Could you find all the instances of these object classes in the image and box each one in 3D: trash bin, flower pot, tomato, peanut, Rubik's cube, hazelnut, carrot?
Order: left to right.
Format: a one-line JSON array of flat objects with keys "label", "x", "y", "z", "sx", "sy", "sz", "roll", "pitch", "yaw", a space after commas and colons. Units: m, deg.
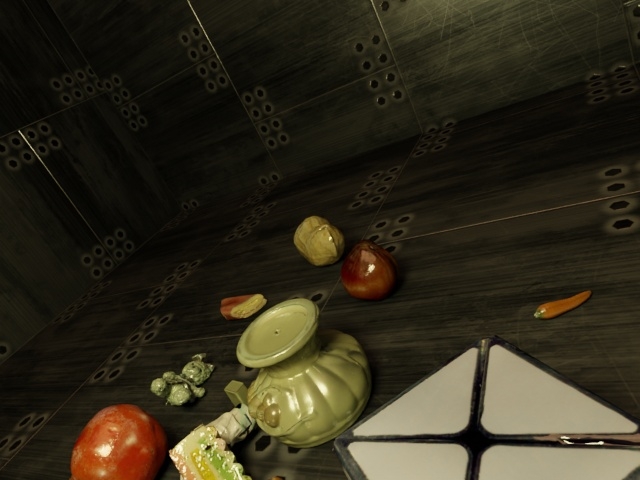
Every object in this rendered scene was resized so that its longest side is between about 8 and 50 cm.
[{"label": "tomato", "x": -0.484, "y": 0.517, "z": 1.183, "sx": 0.189, "sy": 0.231, "sz": 0.232, "roll": -6, "pitch": 28, "yaw": 15}, {"label": "trash bin", "x": -0.203, "y": 0.410, "z": 1.248, "sx": 0.061, "sy": 0.092, "sz": 0.043, "roll": -4, "pitch": 34, "yaw": 45}, {"label": "flower pot", "x": -0.053, "y": 0.295, "z": 1.133, "sx": 0.308, "sy": 0.244, "sz": 0.307, "roll": -24, "pitch": 21, "yaw": 10}, {"label": "peanut", "x": -0.001, "y": 0.006, "z": 1.815, "sx": 0.174, "sy": 0.159, "sz": 0.340, "roll": -66, "pitch": 25, "yaw": 9}, {"label": "hazelnut", "x": 0.145, "y": 0.085, "z": 1.462, "sx": 0.178, "sy": 0.177, "sz": 0.204, "roll": -19, "pitch": 24, "yaw": 21}, {"label": "Rubik's cube", "x": 0.243, "y": 0.354, "z": 0.602, "sx": 0.307, "sy": 0.305, "sz": 0.310, "roll": -29, "pitch": 20, "yaw": -11}, {"label": "carrot", "x": 0.538, "y": 0.143, "z": 1.067, "sx": 0.142, "sy": 0.035, "sz": 0.035, "roll": -20, "pitch": 22, "yaw": 0}]

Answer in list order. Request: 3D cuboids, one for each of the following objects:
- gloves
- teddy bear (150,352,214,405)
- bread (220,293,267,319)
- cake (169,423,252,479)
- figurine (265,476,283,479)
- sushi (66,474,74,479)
[{"label": "gloves", "x": -0.249, "y": 0.484, "z": 1.131, "sx": 0.128, "sy": 0.110, "sz": 0.212, "roll": 6, "pitch": 31, "yaw": 46}, {"label": "teddy bear", "x": -0.403, "y": 0.433, "z": 1.436, "sx": 0.111, "sy": 0.133, "sz": 0.213, "roll": -66, "pitch": -12, "yaw": 19}, {"label": "bread", "x": -0.301, "y": 0.246, "z": 1.750, "sx": 0.193, "sy": 0.067, "sz": 0.119, "roll": -10, "pitch": 20, "yaw": 35}, {"label": "cake", "x": -0.212, "y": 0.504, "z": 1.007, "sx": 0.109, "sy": 0.225, "sz": 0.090, "roll": -33, "pitch": -21, "yaw": -25}, {"label": "figurine", "x": -0.098, "y": 0.527, "z": 0.823, "sx": 0.190, "sy": 0.142, "sz": 0.263, "roll": 34, "pitch": 57, "yaw": 29}, {"label": "sushi", "x": -0.713, "y": 0.701, "z": 1.264, "sx": 0.280, "sy": 0.043, "sz": 0.193, "roll": -39, "pitch": 25, "yaw": -26}]
